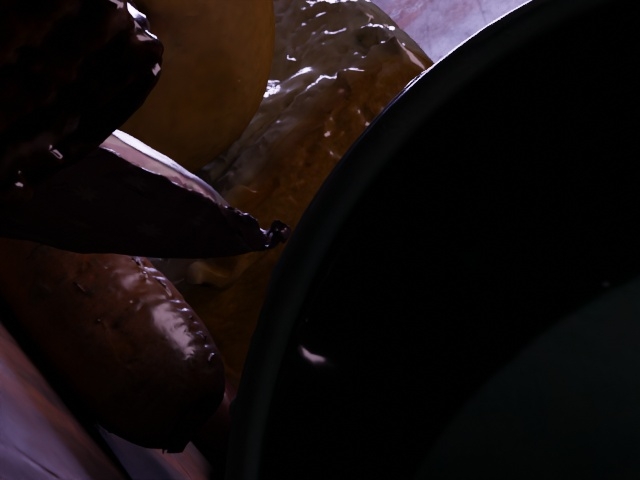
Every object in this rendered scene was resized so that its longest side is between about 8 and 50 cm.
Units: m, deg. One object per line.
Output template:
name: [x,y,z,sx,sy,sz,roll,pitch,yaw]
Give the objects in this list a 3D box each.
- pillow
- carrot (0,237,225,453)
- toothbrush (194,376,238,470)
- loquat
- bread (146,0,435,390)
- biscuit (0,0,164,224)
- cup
pillow: [-0.101,-0.022,0.611,0.118,0.043,0.185,28,-9,-30]
carrot: [-0.108,0.008,0.771,0.186,0.060,0.060,46,-3,21]
toothbrush: [0.027,0.194,1.078,0.364,0.041,0.041,50,-2,-13]
loquat: [-0.128,-0.117,1.050,0.208,0.208,0.208,50,-2,2]
bread: [0.000,0.000,1.203,0.250,0.279,0.225,52,-16,-30]
biscuit: [-0.168,-0.130,0.570,0.073,0.107,0.388,46,5,-47]
cup: [0.122,0.125,0.673,0.392,0.310,0.401,152,-73,-84]
